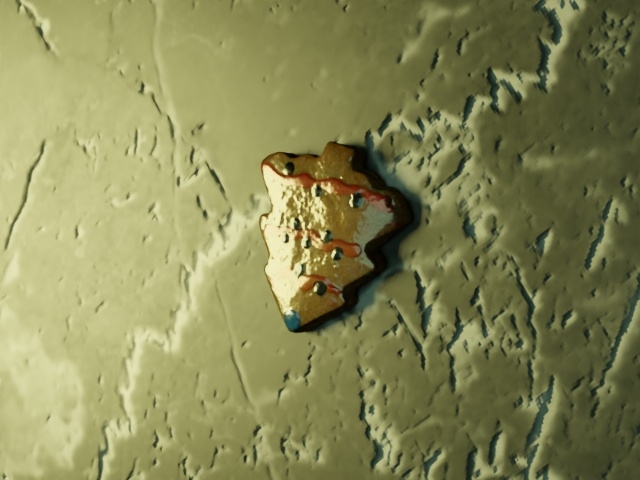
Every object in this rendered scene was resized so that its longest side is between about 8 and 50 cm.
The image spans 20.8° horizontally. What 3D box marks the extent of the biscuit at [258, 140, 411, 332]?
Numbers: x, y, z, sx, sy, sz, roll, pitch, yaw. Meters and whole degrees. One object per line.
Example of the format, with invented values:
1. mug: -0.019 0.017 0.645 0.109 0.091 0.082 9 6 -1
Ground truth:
1. biscuit: 0.000 0.000 1.135 0.119 0.019 0.130 19 101 34
